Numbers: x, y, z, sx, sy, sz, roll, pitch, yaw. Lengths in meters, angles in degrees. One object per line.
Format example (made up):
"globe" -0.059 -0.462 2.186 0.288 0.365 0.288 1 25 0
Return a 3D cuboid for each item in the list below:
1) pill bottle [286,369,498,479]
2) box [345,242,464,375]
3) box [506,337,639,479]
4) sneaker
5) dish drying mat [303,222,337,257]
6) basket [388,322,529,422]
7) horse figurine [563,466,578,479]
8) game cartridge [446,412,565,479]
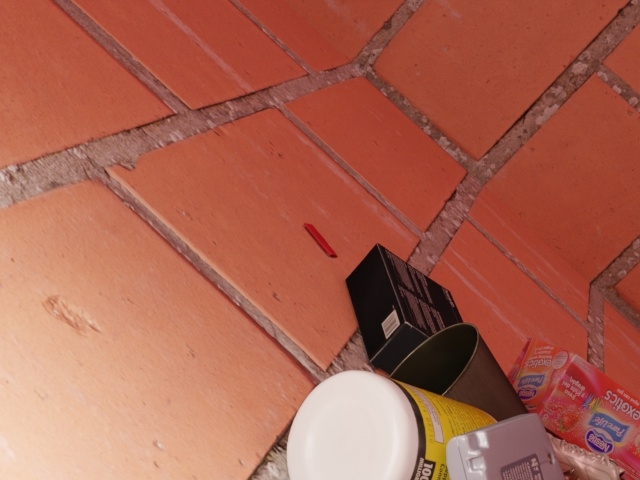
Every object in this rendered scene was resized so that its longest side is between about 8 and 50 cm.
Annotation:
"pill bottle" 0.131 0.288 1.491 0.334 0.188 0.188 23 26 -44
"box" 0.158 0.145 2.017 0.184 0.103 0.261 31 20 -23
"box" 0.495 0.322 2.180 0.300 0.142 0.154 35 -6 -24
"sneaker" 0.448 0.398 2.022 0.292 0.118 0.110 44 20 8
"dish drying mat" 0.000 0.000 2.170 0.083 0.008 0.032 50 18 24
"basket" 0.228 0.270 1.772 0.227 0.204 0.154 45 1 -22
"horse figurine" 0.320 0.436 1.684 0.174 0.066 0.263 32 44 -25
"game cartridge" 0.249 0.363 1.407 0.196 0.060 0.294 -4 78 -49
